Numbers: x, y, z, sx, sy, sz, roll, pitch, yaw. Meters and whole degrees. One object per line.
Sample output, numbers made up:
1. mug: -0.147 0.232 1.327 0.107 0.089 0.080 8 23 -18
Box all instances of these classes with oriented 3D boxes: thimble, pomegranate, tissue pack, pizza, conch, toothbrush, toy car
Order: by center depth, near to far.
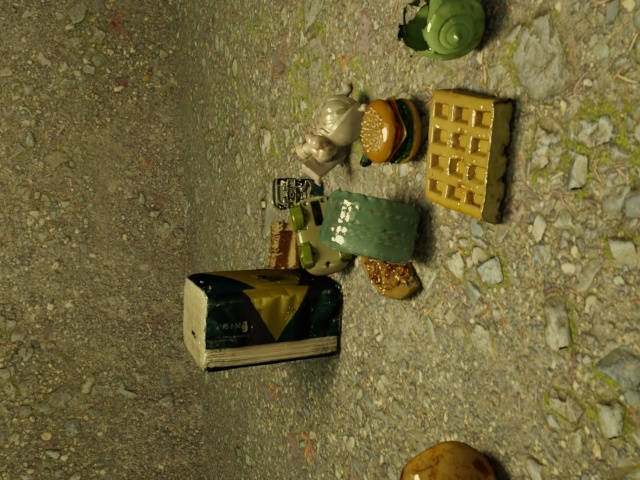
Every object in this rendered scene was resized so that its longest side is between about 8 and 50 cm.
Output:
1. conch: 0.224 -0.442 1.483 0.250 0.137 0.144 47 118 49
2. pomegranate: 0.267 0.523 1.527 0.215 0.215 0.216 175 90 -66
3. thimble: 0.118 -0.033 1.735 0.235 0.198 0.143 16 95 24
4. pizza: 0.161 0.082 1.835 0.246 0.058 0.127 46 135 52
5. toothbrush: 0.013 -0.346 2.119 0.342 0.030 0.025 -44 59 58
6. toy car: 0.000 0.000 2.122 0.235 0.145 0.235 168 90 -85
7. tissue pack: -0.171 0.222 2.183 0.264 0.416 0.254 -152 63 -64
8. toy car: -0.059 -0.140 2.255 0.191 0.100 0.097 8 102 45

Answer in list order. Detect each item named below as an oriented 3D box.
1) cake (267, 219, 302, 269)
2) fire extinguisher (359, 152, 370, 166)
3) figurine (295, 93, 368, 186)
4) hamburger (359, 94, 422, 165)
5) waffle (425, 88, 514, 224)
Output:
1. cake: -0.088 0.053 2.228 0.246 0.112 0.135 -93 -8 -55
2. fire extinguisher: 0.124 -0.226 1.899 0.083 0.025 0.038 116 165 -49
3. figurine: 0.035 -0.276 1.938 0.145 0.181 0.257 57 145 19
4. hamburger: 0.161 -0.250 1.700 0.162 0.115 0.162 176 90 -65
5. waffle: 0.290 -0.174 1.497 0.221 0.055 0.248 -148 56 -61
